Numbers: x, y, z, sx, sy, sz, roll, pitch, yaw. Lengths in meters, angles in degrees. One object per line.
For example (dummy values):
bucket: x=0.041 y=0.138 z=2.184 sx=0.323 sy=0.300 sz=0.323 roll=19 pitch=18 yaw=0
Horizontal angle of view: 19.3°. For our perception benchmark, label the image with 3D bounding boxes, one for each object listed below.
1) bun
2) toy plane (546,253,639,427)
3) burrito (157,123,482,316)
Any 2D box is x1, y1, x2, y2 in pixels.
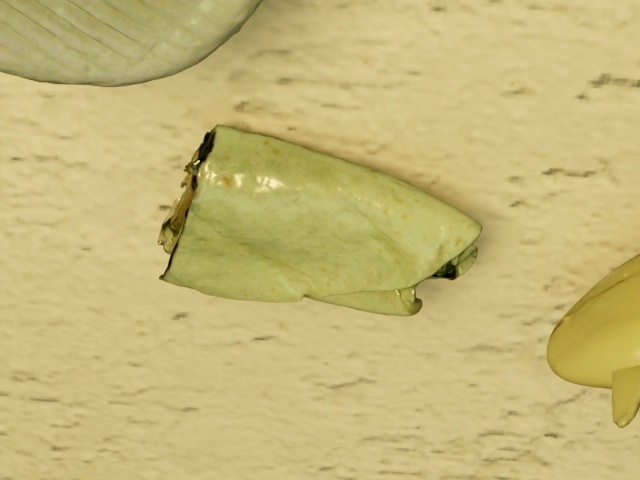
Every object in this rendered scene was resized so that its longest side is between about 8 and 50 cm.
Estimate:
bun: x=-0.072 y=-0.114 z=0.550 sx=0.141 sy=0.083 sz=0.140 roll=-4 pitch=137 yaw=-4
toy plane: x=0.183 y=0.008 z=0.666 sx=0.244 sy=0.092 sz=0.229 roll=-27 pitch=115 yaw=28
burrito: x=0.000 y=-0.002 z=0.702 sx=0.118 sy=0.044 sz=0.074 roll=12 pitch=136 yaw=-5
